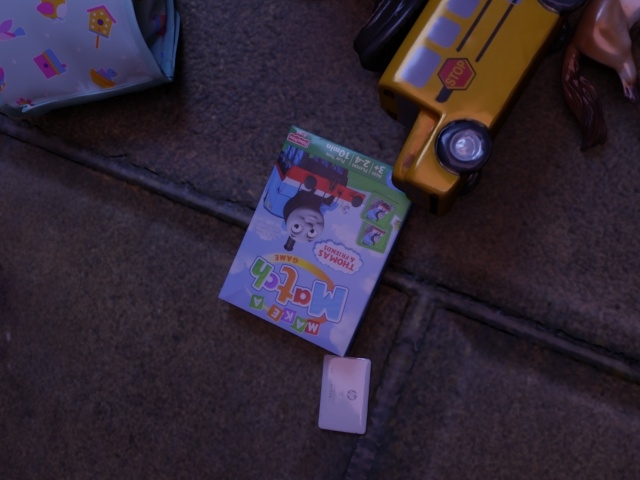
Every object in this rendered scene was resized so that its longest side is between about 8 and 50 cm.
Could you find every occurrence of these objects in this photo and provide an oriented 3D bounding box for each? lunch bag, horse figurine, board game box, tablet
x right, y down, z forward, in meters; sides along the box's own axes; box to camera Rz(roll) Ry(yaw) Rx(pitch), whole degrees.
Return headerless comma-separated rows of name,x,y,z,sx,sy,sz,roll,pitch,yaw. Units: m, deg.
lunch bag,-0.287,-0.284,0.787,0.223,0.160,0.262,-8,98,12
horse figurine,0.332,-0.218,0.696,0.174,0.066,0.263,43,94,5
board game box,0.000,0.000,0.773,0.160,0.039,0.211,24,93,12
tablet,0.027,0.172,0.776,0.054,0.006,0.083,4,89,13

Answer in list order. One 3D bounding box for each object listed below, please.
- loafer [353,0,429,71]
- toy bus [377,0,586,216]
loafer,0.099,-0.281,0.750,0.078,0.080,0.220,35,86,16
toy bus,0.163,-0.195,0.691,0.130,0.108,0.333,32,87,11
